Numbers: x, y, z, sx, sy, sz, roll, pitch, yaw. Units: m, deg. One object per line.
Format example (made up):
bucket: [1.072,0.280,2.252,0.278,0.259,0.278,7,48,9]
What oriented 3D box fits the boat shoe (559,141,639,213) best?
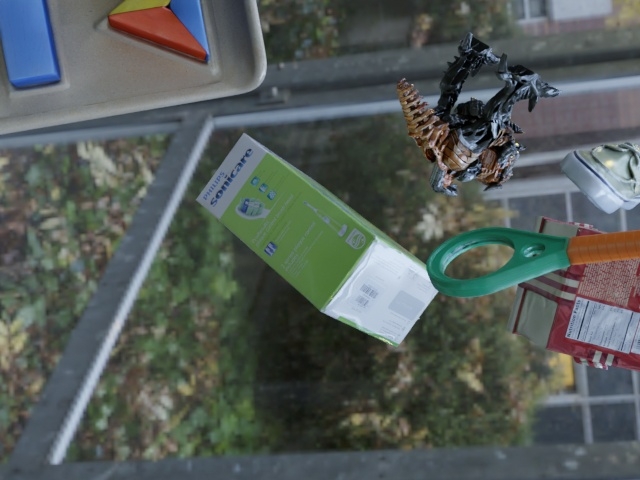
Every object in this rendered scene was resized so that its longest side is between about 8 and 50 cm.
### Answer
boat shoe: [0.443,-0.108,1.627,0.109,0.094,0.302,49,22,17]

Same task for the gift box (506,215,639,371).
gift box: [0.504,0.108,1.944,0.258,0.276,0.255,-144,-107,-80]

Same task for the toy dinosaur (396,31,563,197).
toy dinosaur: [0.214,-0.163,1.544,0.218,0.164,0.322,-57,164,10]

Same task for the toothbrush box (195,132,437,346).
toothbrush box: [0.000,0.000,1.474,0.283,0.122,0.206,41,6,35]

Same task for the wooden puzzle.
wooden puzzle: [-0.250,-0.287,1.109,0.080,0.347,0.322,-152,-128,-87]

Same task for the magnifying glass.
magnifying glass: [0.209,0.014,1.009,0.026,0.230,0.092,66,31,-27]
